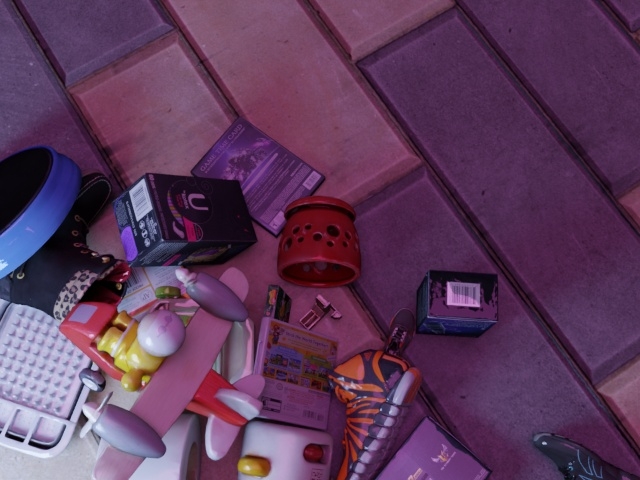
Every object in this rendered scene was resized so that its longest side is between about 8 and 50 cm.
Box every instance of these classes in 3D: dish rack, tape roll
[{"bbox_3d":[-0.640,0.296,1.689,0.285,0.072,0.333,17,74,6],"label":"dish rack"},{"bbox_3d":[-0.347,0.475,1.543,0.169,0.246,0.246,2,73,1],"label":"tape roll"}]

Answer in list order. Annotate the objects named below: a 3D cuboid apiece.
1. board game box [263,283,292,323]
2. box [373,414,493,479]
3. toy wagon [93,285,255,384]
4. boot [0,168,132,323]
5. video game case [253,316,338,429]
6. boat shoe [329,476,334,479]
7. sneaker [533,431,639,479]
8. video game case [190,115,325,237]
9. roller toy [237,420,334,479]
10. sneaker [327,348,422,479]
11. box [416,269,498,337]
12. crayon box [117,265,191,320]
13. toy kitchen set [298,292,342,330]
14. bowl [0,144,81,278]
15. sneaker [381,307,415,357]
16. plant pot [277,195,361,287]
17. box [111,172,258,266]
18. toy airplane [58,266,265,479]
[{"bbox_3d":[-0.108,0.240,1.672,0.030,0.136,0.260,4,73,14],"label":"board game box"},{"bbox_3d":[0.228,0.525,1.622,0.183,0.059,0.233,40,76,13],"label":"box"},{"bbox_3d":[-0.314,0.232,1.624,0.344,0.068,0.267,-1,72,1],"label":"toy wagon"},{"bbox_3d":[-0.535,0.020,1.682,0.284,0.138,0.377,23,58,27],"label":"boot"},{"bbox_3d":[-0.056,0.292,1.634,0.026,0.227,0.206,-9,66,43],"label":"video game case"},{"bbox_3d":[0.001,0.601,1.604,0.072,0.068,0.190,33,64,-25],"label":"boat shoe"},{"bbox_3d":[0.572,0.506,1.608,0.267,0.101,0.106,30,77,9],"label":"sneaker"},{"bbox_3d":[-0.155,-0.161,1.856,0.274,0.026,0.196,36,76,11],"label":"video game case"},{"bbox_3d":[-0.073,0.462,1.569,0.191,0.209,0.146,9,75,-1],"label":"roller toy"},{"bbox_3d":[0.079,0.388,1.648,0.180,0.124,0.321,26,83,26],"label":"sneaker"},{"bbox_3d":[0.298,0.143,1.665,0.153,0.207,0.108,3,73,2],"label":"box"},{"bbox_3d":[-0.356,0.197,1.714,0.203,0.083,0.323,-28,74,-8],"label":"crayon box"},{"bbox_3d":[-0.001,0.176,1.719,0.075,0.083,0.068,-43,77,-12],"label":"toy kitchen set"},{"bbox_3d":[-0.714,-0.061,1.679,0.391,0.077,0.391,-21,41,20],"label":"bowl"},{"bbox_3d":[0.179,0.226,1.713,0.061,0.065,0.158,19,74,6],"label":"sneaker"},{"bbox_3d":[0.000,0.000,1.721,0.191,0.191,0.174,3,69,1],"label":"plant pot"},{"bbox_3d":[-0.299,-0.042,1.683,0.143,0.270,0.165,-31,70,38],"label":"box"},{"bbox_3d":[-0.279,0.237,1.428,0.384,0.272,0.386,-12,56,-18],"label":"toy airplane"}]
